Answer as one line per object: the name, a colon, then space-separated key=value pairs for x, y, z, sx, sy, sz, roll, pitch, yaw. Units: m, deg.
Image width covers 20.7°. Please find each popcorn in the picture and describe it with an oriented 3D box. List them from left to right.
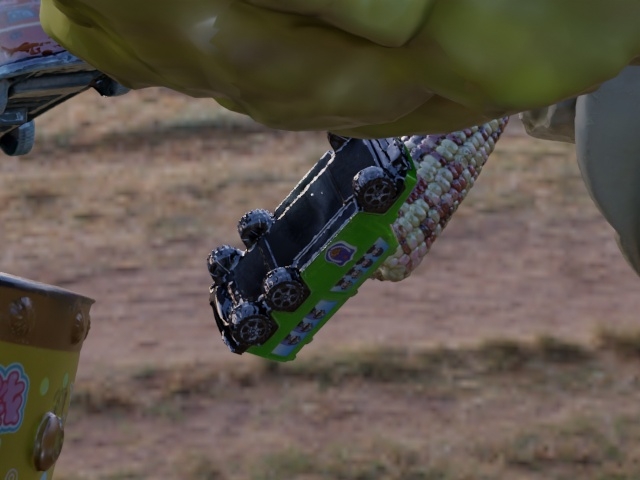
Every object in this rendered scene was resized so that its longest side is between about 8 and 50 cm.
popcorn: x=0.028 y=-0.139 z=0.375 sx=0.259 sy=0.259 sz=0.212 roll=-10 pitch=45 yaw=-28

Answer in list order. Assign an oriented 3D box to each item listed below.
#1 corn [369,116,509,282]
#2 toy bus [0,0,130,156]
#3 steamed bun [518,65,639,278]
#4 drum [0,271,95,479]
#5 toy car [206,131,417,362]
corn: x=0.108 y=-0.072 z=1.626 sx=0.086 sy=0.086 sz=0.253 roll=19 pitch=67 yaw=43
toy bus: x=-0.218 y=-0.125 z=1.139 sx=0.121 sy=0.120 sz=0.265 roll=-10 pitch=-5 yaw=-34
steamed bun: x=0.249 y=-0.138 z=1.189 sx=0.255 sy=0.368 sz=0.342 roll=-5 pitch=-11 yaw=-13
drum: x=-0.392 y=0.102 z=1.299 sx=0.431 sy=0.214 sz=0.431 roll=11 pitch=-4 yaw=1
toy car: x=0.000 y=0.000 z=1.056 sx=0.062 sy=0.165 sz=0.071 roll=27 pitch=25 yaw=-36
